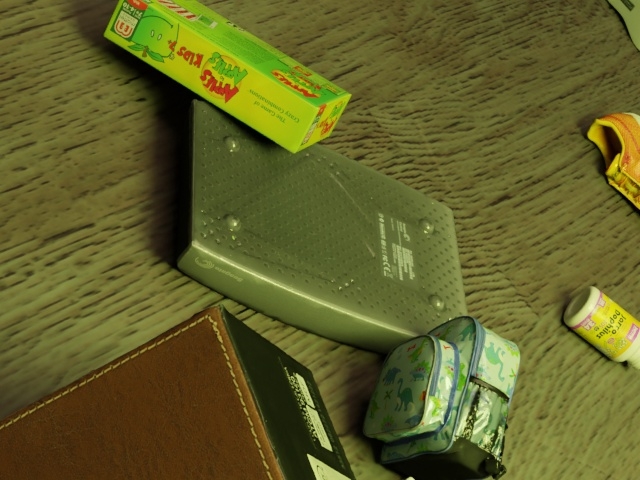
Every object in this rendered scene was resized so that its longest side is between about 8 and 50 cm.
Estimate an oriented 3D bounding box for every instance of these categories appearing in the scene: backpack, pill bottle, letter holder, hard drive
[{"bbox_3d":[0.091,0.113,1.038,0.084,0.105,0.114,32,61,-20],"label":"backpack"},{"bbox_3d":[0.266,0.082,1.296,0.083,0.043,0.043,37,38,-10],"label":"pill bottle"},{"bbox_3d":[-0.069,0.229,0.788,0.301,0.214,0.152,66,11,27],"label":"letter holder"},{"bbox_3d":[0.000,0.000,1.118,0.255,0.054,0.172,22,43,-26],"label":"hard drive"}]

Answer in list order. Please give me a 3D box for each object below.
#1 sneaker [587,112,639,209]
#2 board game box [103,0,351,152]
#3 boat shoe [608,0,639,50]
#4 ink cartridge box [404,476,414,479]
[{"bbox_3d":[0.337,-0.058,1.492,0.067,0.064,0.175,-13,58,-26],"label":"sneaker"},{"bbox_3d":[-0.073,-0.140,1.135,0.181,0.043,0.092,32,20,9],"label":"board game box"},{"bbox_3d":[0.398,-0.282,1.755,0.040,0.049,0.142,-3,56,-45],"label":"boat shoe"},{"bbox_3d":[0.045,0.244,0.925,0.109,0.063,0.150,48,37,4],"label":"ink cartridge box"}]
